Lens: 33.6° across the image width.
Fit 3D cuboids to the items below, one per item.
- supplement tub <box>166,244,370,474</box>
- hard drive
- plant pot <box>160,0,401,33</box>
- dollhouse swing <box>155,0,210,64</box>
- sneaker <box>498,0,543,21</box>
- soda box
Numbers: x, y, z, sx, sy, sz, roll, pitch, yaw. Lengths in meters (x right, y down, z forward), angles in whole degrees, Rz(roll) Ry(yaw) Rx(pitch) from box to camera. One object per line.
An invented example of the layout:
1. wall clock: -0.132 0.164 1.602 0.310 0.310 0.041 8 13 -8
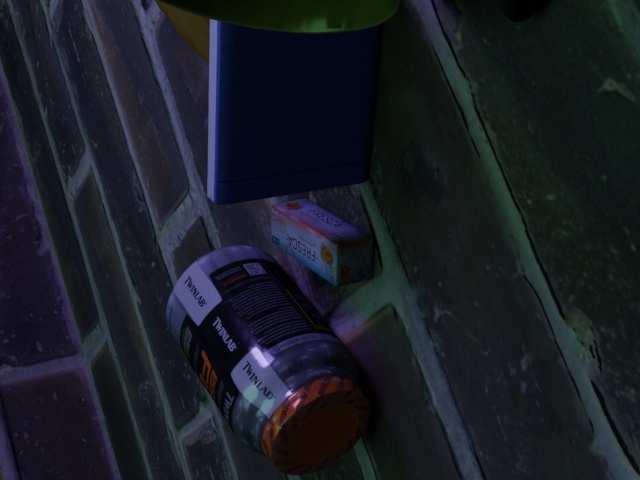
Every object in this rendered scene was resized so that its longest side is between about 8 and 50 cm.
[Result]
1. supplement tub: -0.074 0.165 1.487 0.316 0.194 0.193 49 140 43
2. hard drive: -0.029 -0.207 1.248 0.040 0.210 0.318 42 135 51
3. plant pot: -0.041 -0.382 1.010 0.275 0.275 0.293 -2 78 61
4. dollhouse swing: -0.085 -0.423 1.351 0.347 0.305 0.315 47 169 48
5. sneaker: 0.221 -0.248 0.949 0.089 0.051 0.170 61 145 34
6. soda box: 0.000 0.000 1.433 0.183 0.058 0.063 33 128 54
